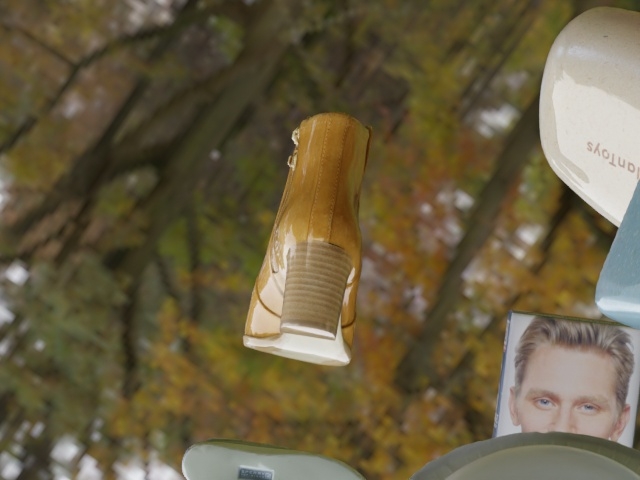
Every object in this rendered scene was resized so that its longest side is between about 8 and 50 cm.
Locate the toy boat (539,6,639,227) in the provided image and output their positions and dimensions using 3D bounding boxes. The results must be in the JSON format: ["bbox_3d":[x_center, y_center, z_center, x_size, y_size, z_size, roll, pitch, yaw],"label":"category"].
[{"bbox_3d":[0.300,-0.135,1.530,0.148,0.318,0.267,-24,-134,-32],"label":"toy boat"}]

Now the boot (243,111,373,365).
[{"bbox_3d":[-0.001,0.000,1.839,0.104,0.211,0.295,11,168,-4],"label":"boot"}]

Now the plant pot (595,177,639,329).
[{"bbox_3d":[0.349,-0.018,1.153,0.247,0.247,0.252,21,180,-12],"label":"plant pot"}]

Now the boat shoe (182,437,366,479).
[{"bbox_3d":[-0.050,0.276,2.355,0.227,0.079,0.081,12,-170,2],"label":"boat shoe"}]

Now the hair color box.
[{"bbox_3d":[0.300,0.268,2.473,0.174,0.347,0.105,7,180,4],"label":"hair color box"}]

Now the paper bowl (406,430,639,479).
[{"bbox_3d":[0.159,0.259,1.390,0.284,0.284,0.148,44,158,36],"label":"paper bowl"}]
